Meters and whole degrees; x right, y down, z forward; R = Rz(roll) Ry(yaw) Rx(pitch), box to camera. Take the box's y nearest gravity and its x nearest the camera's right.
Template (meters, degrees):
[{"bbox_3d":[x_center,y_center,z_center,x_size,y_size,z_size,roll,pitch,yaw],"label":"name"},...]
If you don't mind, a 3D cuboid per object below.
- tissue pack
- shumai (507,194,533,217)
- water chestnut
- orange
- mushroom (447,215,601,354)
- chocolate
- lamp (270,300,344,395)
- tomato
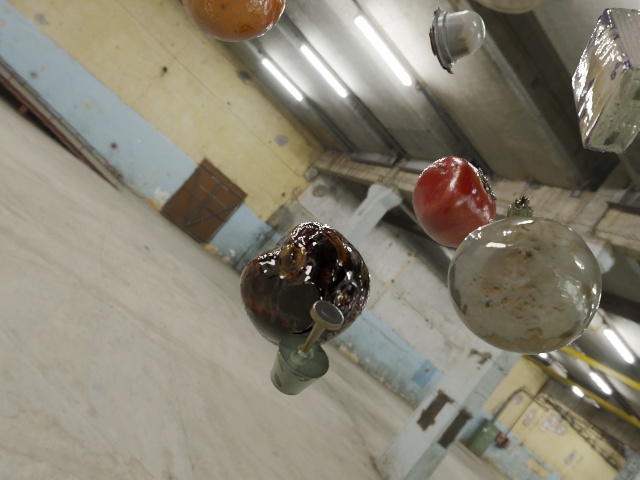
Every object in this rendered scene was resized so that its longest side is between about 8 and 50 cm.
[{"bbox_3d":[0.770,-0.421,1.260,0.125,0.344,0.242,12,-40,8],"label":"tissue pack"},{"bbox_3d":[0.581,-0.089,1.413,0.082,0.083,0.080,-16,-26,39],"label":"shumai"},{"bbox_3d":[-0.024,0.127,1.235,0.335,0.335,0.347,37,5,34],"label":"water chestnut"},{"bbox_3d":[-0.185,-0.532,1.025,0.224,0.224,0.170,37,-27,29],"label":"orange"},{"bbox_3d":[0.360,0.078,0.848,0.243,0.243,0.243,40,-5,4],"label":"mushroom"},{"bbox_3d":[0.465,-0.673,1.586,0.147,0.221,0.221,6,-27,38],"label":"chocolate"},{"bbox_3d":[-0.027,0.230,1.016,0.121,0.215,0.121,24,26,-13],"label":"lamp"},{"bbox_3d":[0.501,-0.143,1.802,0.293,0.289,0.325,32,35,-39],"label":"tomato"}]
